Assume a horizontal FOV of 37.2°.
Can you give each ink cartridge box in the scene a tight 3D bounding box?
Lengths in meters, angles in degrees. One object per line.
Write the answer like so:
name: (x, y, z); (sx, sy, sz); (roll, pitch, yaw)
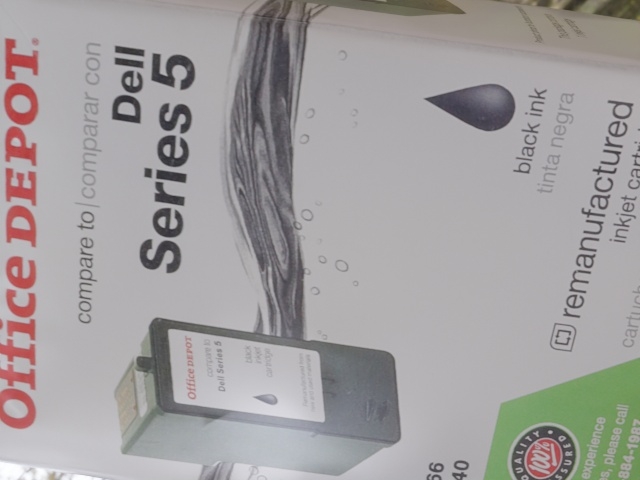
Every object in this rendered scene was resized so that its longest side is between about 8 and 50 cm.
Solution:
ink cartridge box: (0.000, 0.000, 0.387); (0.273, 0.198, 0.114); (8, -158, 2)
